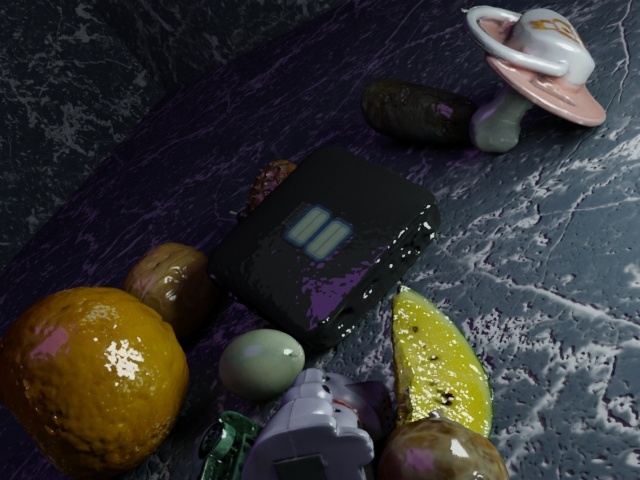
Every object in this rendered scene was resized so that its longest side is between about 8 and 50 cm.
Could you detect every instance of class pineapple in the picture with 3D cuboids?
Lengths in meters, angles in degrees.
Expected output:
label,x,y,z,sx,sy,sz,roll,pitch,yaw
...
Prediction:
label,x,y,z,sx,sy,sz,roll,pitch,yaw
pineapple,-0.111,-0.030,1.650,0.158,0.158,0.279,2,60,55

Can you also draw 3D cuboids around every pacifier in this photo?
label,x,y,z,sx,sy,sz,roll,pitch,yaw
pacifier,0.363,-0.280,1.325,0.220,0.273,0.332,-7,36,8

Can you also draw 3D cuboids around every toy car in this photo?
label,x,y,z,sx,sy,sz,roll,pitch,yaw
toy car,-0.130,0.373,0.994,0.125,0.136,0.306,-39,23,32

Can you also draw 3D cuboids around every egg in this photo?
label,x,y,z,sx,sy,sz,roll,pitch,yaw
egg,-0.095,0.201,1.246,0.152,0.114,0.114,-20,31,28

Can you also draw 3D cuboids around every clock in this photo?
label,x,y,z,sx,sy,sz,roll,pitch,yaw
clock,0.005,0.256,0.995,0.189,0.189,0.254,-31,11,17

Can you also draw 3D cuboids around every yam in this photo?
label,x,y,z,sx,sy,sz,roll,pitch,yaw
yam,0.214,-0.269,1.610,0.133,0.133,0.330,-44,30,-11

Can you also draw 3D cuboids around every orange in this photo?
label,x,y,z,sx,sy,sz,roll,pitch,yaw
orange,-0.391,0.238,1.339,0.293,0.340,0.340,-38,22,-27

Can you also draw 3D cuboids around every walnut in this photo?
label,x,y,z,sx,sy,sz,roll,pitch,yaw
walnut,-0.318,0.109,1.617,0.193,0.193,0.226,-14,35,42

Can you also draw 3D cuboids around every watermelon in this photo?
label,x,y,z,sx,sy,sz,roll,pitch,yaw
watermelon,0.135,0.183,0.949,0.123,0.129,0.301,-30,33,22

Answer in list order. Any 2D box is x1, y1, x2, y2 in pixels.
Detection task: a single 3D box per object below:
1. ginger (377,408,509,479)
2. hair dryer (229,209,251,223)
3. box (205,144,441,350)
label,x,y,z,sx,sy,sz,roll,pitch,yaw
ginger,0.057,0.358,0.715,0.375,0.176,0.256,-47,46,8
hair dryer,-0.092,-0.010,1.526,0.219,0.071,0.124,26,56,15
box,0.000,0.000,1.377,0.359,0.091,0.350,-46,45,-16
